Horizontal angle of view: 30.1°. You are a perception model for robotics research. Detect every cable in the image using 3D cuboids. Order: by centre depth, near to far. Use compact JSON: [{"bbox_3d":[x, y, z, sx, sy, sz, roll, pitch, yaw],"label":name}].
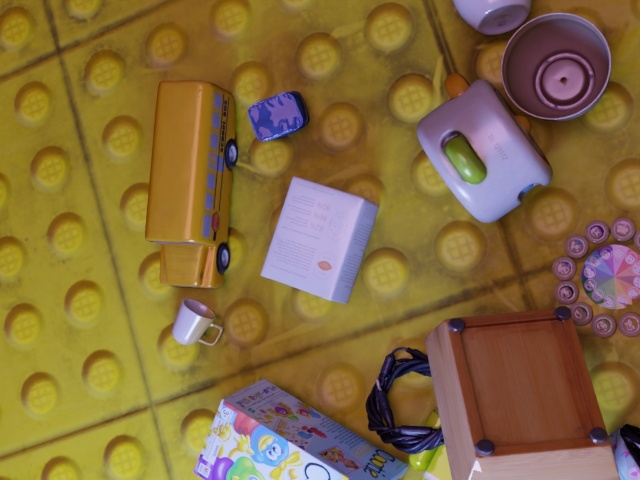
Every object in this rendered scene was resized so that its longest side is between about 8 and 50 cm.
[{"bbox_3d":[0.144,0.252,1.828,0.184,0.047,0.150,32,87,42],"label":"cable"}]

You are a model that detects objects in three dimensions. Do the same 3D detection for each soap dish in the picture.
[{"bbox_3d":[0.283,0.226,1.687,0.229,0.118,0.291,-5,48,-3],"label":"soap dish"}]

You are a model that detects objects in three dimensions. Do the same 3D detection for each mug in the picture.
[{"bbox_3d":[-0.212,0.144,1.992,0.078,0.062,0.064,36,104,26],"label":"mug"}]

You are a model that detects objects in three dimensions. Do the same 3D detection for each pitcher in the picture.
[{"bbox_3d":[0.281,-0.436,1.860,0.178,0.125,0.207,-15,67,2],"label":"pitcher"}]

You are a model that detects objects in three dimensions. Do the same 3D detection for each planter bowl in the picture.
[{"bbox_3d":[0.364,-0.253,1.805,0.162,0.109,0.162,-2,84,20],"label":"planter bowl"}]

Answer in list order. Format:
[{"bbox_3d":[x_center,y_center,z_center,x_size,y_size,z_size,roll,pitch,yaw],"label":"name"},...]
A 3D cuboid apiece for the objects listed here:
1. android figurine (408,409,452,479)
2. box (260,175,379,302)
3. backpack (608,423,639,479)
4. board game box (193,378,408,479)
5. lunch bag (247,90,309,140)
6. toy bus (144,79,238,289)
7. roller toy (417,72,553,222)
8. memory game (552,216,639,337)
[{"bbox_3d":[0.250,0.363,1.805,0.248,0.056,0.273,27,93,20],"label":"android figurine"},{"bbox_3d":[0.000,0.000,1.915,0.130,0.091,0.170,19,90,20],"label":"box"},{"bbox_3d":[0.458,0.354,1.691,0.115,0.152,0.182,-42,67,15],"label":"backpack"},{"bbox_3d":[-0.032,0.355,1.845,0.275,0.144,0.142,29,109,20],"label":"board game box"},{"bbox_3d":[-0.071,-0.205,1.979,0.098,0.065,0.067,-18,94,16],"label":"lunch bag"},{"bbox_3d":[-0.215,-0.089,1.980,0.108,0.130,0.333,3,85,20],"label":"toy bus"},{"bbox_3d":[0.252,-0.140,1.790,0.146,0.191,0.209,-36,38,14],"label":"roller toy"},{"bbox_3d":[0.443,0.056,1.794,0.186,0.012,0.186,-2,83,19],"label":"memory game"}]
